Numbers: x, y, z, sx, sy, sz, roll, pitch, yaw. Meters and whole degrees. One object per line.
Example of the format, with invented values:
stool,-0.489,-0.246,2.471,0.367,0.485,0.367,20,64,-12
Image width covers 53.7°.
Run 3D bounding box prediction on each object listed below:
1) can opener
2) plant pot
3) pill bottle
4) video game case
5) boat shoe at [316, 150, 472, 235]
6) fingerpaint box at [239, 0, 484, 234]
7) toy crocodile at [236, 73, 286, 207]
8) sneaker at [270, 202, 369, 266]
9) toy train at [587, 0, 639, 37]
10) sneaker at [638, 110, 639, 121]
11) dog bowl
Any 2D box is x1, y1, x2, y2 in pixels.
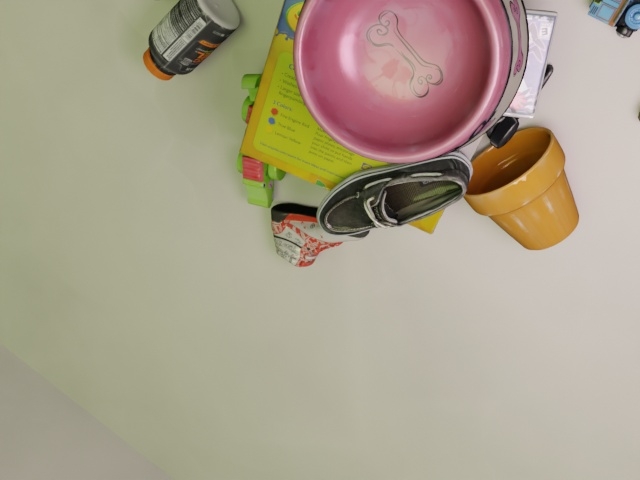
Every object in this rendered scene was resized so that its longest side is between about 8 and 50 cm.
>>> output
can opener,0.396,-0.270,1.257,0.073,0.059,0.186,50,119,31
plant pot,0.413,-0.089,1.259,0.205,0.205,0.188,-27,114,34
pill bottle,-0.312,-0.476,1.474,0.246,0.130,0.130,-30,97,35
video game case,0.292,-0.316,1.110,0.201,0.023,0.183,9,118,9
boat shoe,0.129,-0.082,1.229,0.335,0.119,0.121,-24,111,26
fingerpaint box,0.106,-0.277,1.291,0.445,0.163,0.371,23,123,2
toy crocodile,-0.145,-0.234,1.518,0.115,0.105,0.340,19,121,19
sneaker,0.000,-0.001,1.567,0.270,0.090,0.145,12,119,26
toy train,0.547,-0.445,1.081,0.105,0.080,0.184,34,124,16
sneaker,0.634,-0.295,1.119,0.192,0.064,0.086,-42,83,35
dog bowl,0.135,-0.310,1.060,0.408,0.150,0.408,8,117,15
